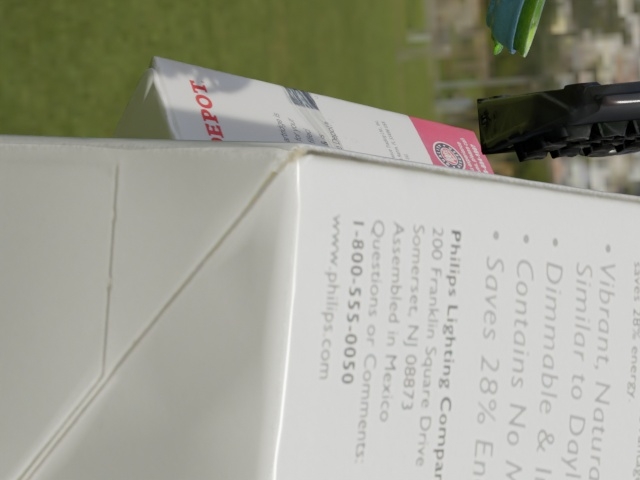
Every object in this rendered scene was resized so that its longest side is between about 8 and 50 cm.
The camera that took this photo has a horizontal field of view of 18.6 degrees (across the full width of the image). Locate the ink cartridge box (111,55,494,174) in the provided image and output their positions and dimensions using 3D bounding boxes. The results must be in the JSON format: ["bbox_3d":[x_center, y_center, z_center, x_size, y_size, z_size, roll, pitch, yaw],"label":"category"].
[{"bbox_3d":[0.000,0.000,1.172,0.100,0.237,0.172,-57,-143,33],"label":"ink cartridge box"}]

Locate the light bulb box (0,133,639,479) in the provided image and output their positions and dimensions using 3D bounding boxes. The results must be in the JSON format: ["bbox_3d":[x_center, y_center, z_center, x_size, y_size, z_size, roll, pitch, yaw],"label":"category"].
[{"bbox_3d":[0.014,0.152,0.707,0.361,0.225,0.358,6,90,-49],"label":"light bulb box"}]

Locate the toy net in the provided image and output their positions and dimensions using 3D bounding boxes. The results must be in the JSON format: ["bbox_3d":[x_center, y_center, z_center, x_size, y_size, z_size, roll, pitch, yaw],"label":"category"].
[{"bbox_3d":[0.199,-0.279,1.761,0.122,0.045,0.232,3,104,-78],"label":"toy net"}]

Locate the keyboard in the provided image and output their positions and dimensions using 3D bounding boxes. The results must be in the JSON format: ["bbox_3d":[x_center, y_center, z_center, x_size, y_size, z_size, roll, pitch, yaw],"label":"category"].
[{"bbox_3d":[0.217,-0.057,0.778,0.201,0.317,0.033,-169,-106,-80],"label":"keyboard"}]
